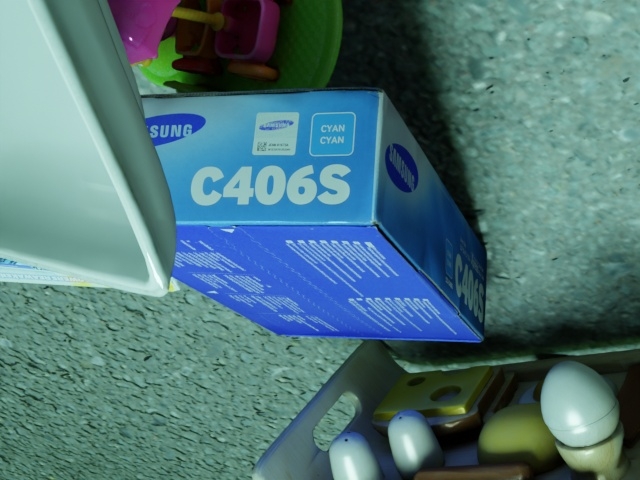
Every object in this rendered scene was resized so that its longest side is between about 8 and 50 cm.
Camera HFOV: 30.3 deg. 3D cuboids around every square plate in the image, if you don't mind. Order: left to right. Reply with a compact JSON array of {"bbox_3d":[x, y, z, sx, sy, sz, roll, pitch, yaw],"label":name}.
[{"bbox_3d":[-0.195,-0.150,0.580,0.344,0.049,0.347,8,121,58],"label":"square plate"}]

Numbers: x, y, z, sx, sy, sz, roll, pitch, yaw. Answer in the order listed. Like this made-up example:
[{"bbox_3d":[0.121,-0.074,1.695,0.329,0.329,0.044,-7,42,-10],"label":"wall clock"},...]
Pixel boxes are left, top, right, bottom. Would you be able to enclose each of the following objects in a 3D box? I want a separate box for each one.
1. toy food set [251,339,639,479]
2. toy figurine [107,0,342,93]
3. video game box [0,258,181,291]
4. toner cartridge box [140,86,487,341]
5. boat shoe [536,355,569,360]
[{"bbox_3d":[0.126,0.112,0.867,0.306,0.220,0.092,-10,108,31],"label":"toy food set"},{"bbox_3d":[-0.103,-0.130,0.659,0.173,0.130,0.159,13,-175,40],"label":"toy figurine"},{"bbox_3d":[-0.225,-0.035,0.932,0.205,0.048,0.187,3,139,17],"label":"video game box"},{"bbox_3d":[0.000,0.000,0.756,0.165,0.075,0.348,-1,166,16],"label":"toner cartridge box"},{"bbox_3d":[0.241,0.127,0.974,0.135,0.050,0.045,11,147,23],"label":"boat shoe"}]
